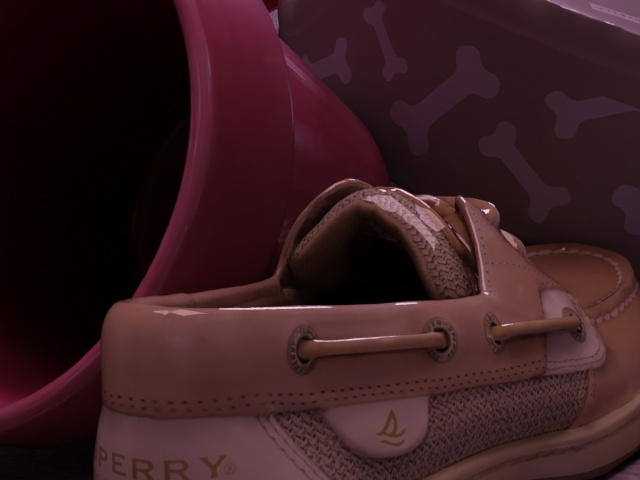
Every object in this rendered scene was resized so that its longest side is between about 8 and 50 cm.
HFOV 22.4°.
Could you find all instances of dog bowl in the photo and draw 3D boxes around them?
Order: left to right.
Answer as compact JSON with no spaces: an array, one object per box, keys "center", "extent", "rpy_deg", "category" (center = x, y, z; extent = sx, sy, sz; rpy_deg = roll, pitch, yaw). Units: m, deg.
[{"center":[0.137,-0.077,0.773],"extent":[0.348,0.102,0.349],"rpy_deg":[15,18,-5],"category":"dog bowl"}]

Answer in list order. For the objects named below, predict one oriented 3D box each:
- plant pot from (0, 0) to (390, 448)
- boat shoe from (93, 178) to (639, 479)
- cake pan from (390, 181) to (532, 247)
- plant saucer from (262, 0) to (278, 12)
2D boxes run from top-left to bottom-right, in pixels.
[{"center":[-0.071,-0.019,0.607],"extent":[0.201,0.201,0.180],"rpy_deg":[1,-9,34],"category":"plant pot"},{"center":[0.034,0.029,0.517],"extent":[0.109,0.098,0.302],"rpy_deg":[1,11,32],"category":"boat shoe"},{"center":[0.000,0.000,0.848],"extent":[0.293,0.054,0.293],"rpy_deg":[-4,9,1],"category":"cake pan"},{"center":[-0.155,-0.117,1.006],"extent":[0.258,0.048,0.259],"rpy_deg":[-21,4,39],"category":"plant saucer"}]
